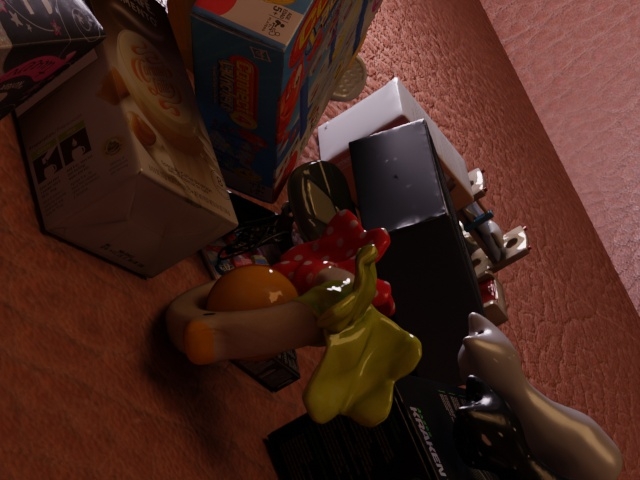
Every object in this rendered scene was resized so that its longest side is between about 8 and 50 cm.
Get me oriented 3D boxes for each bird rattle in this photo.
[{"bbox_3d":[-0.026,0.044,1.119,0.253,0.207,0.143,-118,-158,-67],"label":"bird rattle"}]

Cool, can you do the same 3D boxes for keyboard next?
[{"bbox_3d":[-0.099,-0.011,1.256,0.100,0.038,0.192,26,15,17],"label":"keyboard"}]

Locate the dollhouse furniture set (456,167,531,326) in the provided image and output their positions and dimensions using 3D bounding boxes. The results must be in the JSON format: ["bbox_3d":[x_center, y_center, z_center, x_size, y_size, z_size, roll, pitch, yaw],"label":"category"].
[{"bbox_3d":[0.209,0.018,1.863,0.129,0.129,0.184,50,21,-25],"label":"dollhouse furniture set"}]

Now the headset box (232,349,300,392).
[{"bbox_3d":[-0.057,0.090,1.224,0.083,0.032,0.062,40,25,-41],"label":"headset box"}]

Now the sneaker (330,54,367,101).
[{"bbox_3d":[-0.083,-0.236,1.619,0.256,0.094,0.151,25,-3,-27],"label":"sneaker"}]

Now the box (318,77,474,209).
[{"bbox_3d":[0.097,-0.100,1.758,0.170,0.130,0.091,46,23,-32],"label":"box"}]

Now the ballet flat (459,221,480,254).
[{"bbox_3d":[0.167,-0.063,1.978,0.213,0.068,0.072,53,19,-15],"label":"ballet flat"}]

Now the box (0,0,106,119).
[{"bbox_3d":[-0.269,-0.129,0.814,0.142,0.163,0.247,57,19,-1],"label":"box"}]

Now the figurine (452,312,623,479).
[{"bbox_3d":[0.188,0.180,1.226,0.209,0.092,0.215,51,19,-14],"label":"figurine"}]

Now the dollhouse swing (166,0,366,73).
[{"bbox_3d":[-0.134,-0.358,1.488,0.315,0.305,0.347,21,23,34],"label":"dollhouse swing"}]

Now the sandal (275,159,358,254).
[{"bbox_3d":[0.000,0.002,1.442,0.303,0.086,0.120,56,22,-76],"label":"sandal"}]

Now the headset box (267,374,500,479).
[{"bbox_3d":[0.110,0.265,1.225,0.283,0.131,0.246,24,40,-61],"label":"headset box"}]

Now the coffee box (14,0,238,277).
[{"bbox_3d":[-0.175,-0.110,1.126,0.141,0.098,0.246,31,33,-56],"label":"coffee box"}]

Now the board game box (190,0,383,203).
[{"bbox_3d":[-0.012,-0.232,1.266,0.086,0.308,0.302,25,-21,6],"label":"board game box"}]

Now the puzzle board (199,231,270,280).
[{"bbox_3d":[-0.077,0.025,1.308,0.096,0.011,0.128,63,19,13],"label":"puzzle board"}]

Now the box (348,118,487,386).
[{"bbox_3d":[0.122,0.022,1.572,0.184,0.103,0.261,-101,171,-51],"label":"box"}]
